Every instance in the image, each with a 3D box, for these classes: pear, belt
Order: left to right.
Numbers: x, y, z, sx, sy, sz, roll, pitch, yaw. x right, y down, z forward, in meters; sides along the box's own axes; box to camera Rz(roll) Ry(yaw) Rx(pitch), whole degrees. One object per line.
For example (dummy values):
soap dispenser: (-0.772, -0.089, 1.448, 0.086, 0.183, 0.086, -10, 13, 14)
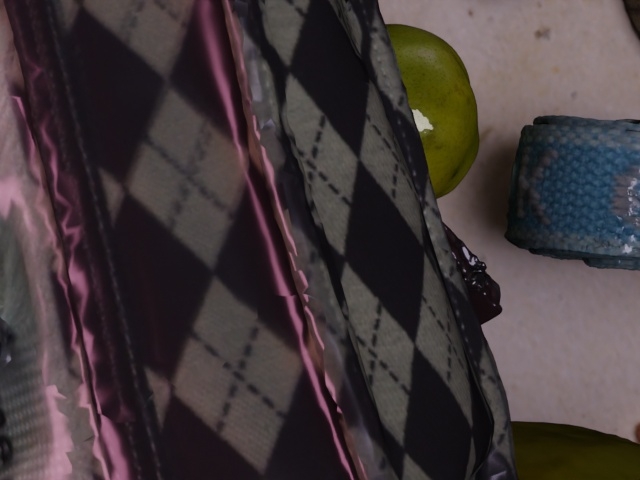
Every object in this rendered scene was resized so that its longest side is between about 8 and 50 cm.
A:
pear: (0.032, -0.061, 0.816, 0.097, 0.092, 0.092, 13, 86, -23)
belt: (0.168, -0.023, 0.840, 0.148, 0.163, 0.082, 8, 89, 5)

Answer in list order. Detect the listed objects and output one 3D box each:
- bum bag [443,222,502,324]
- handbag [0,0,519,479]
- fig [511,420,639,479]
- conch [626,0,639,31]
bum bag: (0.000, 0.000, 0.800, 0.159, 0.109, 0.026, 46, 33, -15)
handbag: (-0.170, 0.012, 0.600, 0.416, 0.180, 0.316, -18, 87, 17)
fig: (0.079, 0.236, 0.723, 0.343, 0.343, 0.343, 0, 91, -23)
conch: (0.254, -0.162, 0.899, 0.178, 0.163, 0.245, 12, 106, 9)
